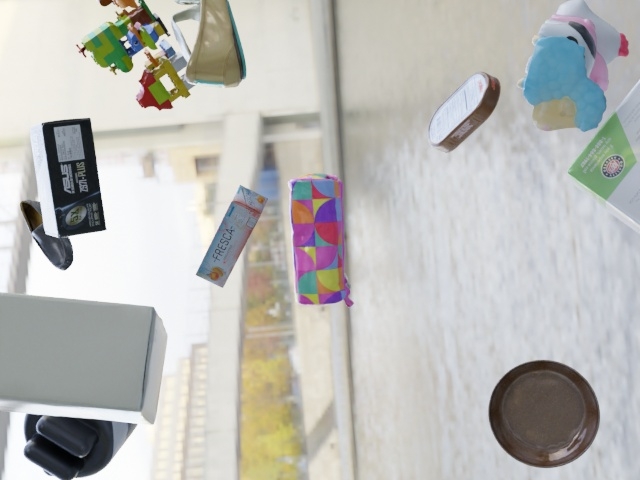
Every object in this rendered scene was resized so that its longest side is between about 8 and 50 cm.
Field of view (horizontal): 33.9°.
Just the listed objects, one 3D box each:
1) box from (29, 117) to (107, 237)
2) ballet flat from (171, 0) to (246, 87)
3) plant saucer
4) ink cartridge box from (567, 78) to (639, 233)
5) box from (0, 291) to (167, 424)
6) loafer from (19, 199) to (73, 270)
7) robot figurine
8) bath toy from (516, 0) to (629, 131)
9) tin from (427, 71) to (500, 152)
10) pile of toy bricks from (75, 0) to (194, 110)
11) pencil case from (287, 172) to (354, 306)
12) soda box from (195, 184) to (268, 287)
[{"bbox_3d":[-0.404,-0.100,1.669,0.147,0.078,0.180,-171,73,-67],"label":"box"},{"bbox_3d":[-0.133,-0.268,1.174,0.080,0.073,0.232,93,168,-56],"label":"ballet flat"},{"bbox_3d":[0.406,0.313,1.909,0.036,0.199,0.198,-13,-82,-78],"label":"plant saucer"},{"bbox_3d":[0.541,-0.060,1.423,0.353,0.207,0.119,40,-175,18],"label":"ink cartridge box"},{"bbox_3d":[-0.280,0.100,0.922,0.113,0.275,0.094,94,-178,-74],"label":"box"},{"bbox_3d":[-0.533,-0.010,2.027,0.170,0.062,0.061,52,-168,28],"label":"loafer"},{"bbox_3d":[-0.417,0.307,1.853,0.278,0.209,0.173,-59,-51,-68],"label":"robot figurine"},{"bbox_3d":[0.378,-0.257,1.540,0.348,0.129,0.151,-50,-23,-60],"label":"bath toy"},{"bbox_3d":[0.272,-0.246,2.017,0.190,0.040,0.106,-44,37,40],"label":"tin"},{"bbox_3d":[-0.258,-0.260,1.332,0.118,0.105,0.212,46,171,48],"label":"pile of toy bricks"},{"bbox_3d":[0.000,0.000,1.829,0.104,0.104,0.236,-101,5,-82],"label":"pencil case"},{"bbox_3d":[-0.158,-0.006,1.855,0.183,0.058,0.063,-60,6,33],"label":"soda box"}]
